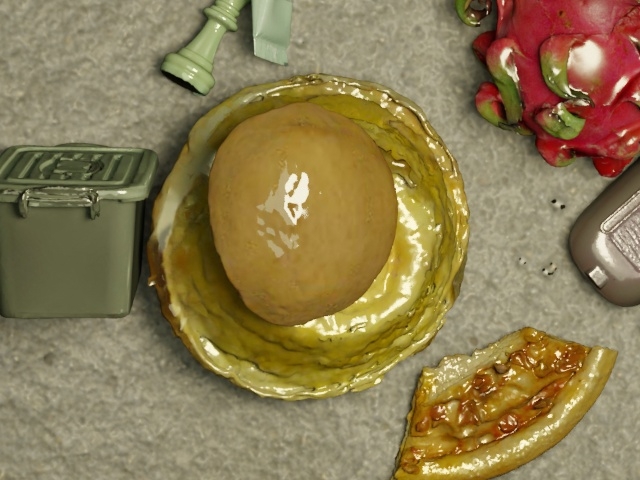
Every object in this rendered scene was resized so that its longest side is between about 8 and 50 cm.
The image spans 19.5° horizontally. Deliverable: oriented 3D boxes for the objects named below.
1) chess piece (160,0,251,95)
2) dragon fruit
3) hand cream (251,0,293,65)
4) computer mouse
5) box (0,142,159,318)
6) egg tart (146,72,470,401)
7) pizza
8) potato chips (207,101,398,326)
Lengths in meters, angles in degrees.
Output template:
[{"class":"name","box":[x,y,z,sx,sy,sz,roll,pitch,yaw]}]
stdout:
[{"class":"chess piece","box":[-0.105,-0.223,1.910,0.059,0.059,0.149,30,86,-2]},{"class":"dragon fruit","box":[0.247,-0.197,1.865,0.218,0.198,0.273,-29,67,10]},{"class":"hand cream","box":[-0.051,-0.348,1.903,0.058,0.085,0.331,3,89,19]},{"class":"computer mouse","box":[0.362,-0.033,1.924,0.232,0.057,0.120,-42,92,-3]},{"class":"box","box":[-0.243,-0.011,1.826,0.163,0.243,0.135,1,102,-3]},{"class":"egg tart","box":[0.000,0.000,1.854,0.345,0.132,0.345,-1,95,-14]},{"class":"pizza","box":[0.184,0.172,1.923,0.271,0.056,0.134,-20,100,-2]},{"class":"potato chips","box":[-0.014,-0.022,1.750,0.195,0.062,0.208,26,86,-16]}]
